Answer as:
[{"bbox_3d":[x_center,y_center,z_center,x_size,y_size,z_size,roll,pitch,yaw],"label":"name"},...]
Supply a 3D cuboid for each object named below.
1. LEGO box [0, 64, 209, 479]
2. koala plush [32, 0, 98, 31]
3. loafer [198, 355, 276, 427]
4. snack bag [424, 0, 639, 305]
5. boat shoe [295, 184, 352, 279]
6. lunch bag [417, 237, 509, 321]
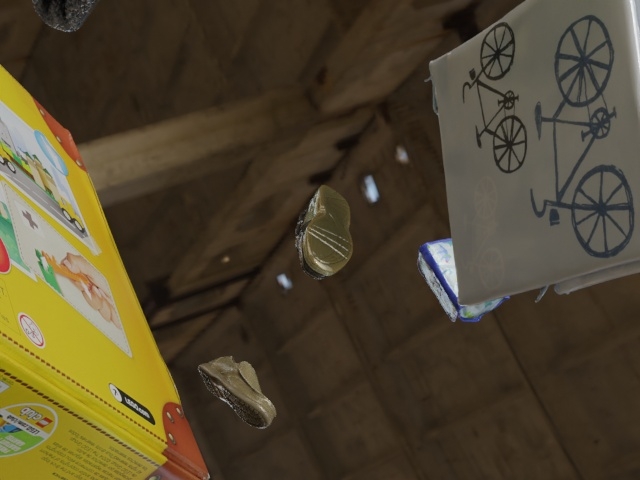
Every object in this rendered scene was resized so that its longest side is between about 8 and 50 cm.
[{"bbox_3d":[-0.309,-0.034,0.615,0.372,0.193,0.500,60,5,37],"label":"LEGO box"},{"bbox_3d":[-0.350,-0.385,1.320,0.221,0.196,0.203,33,-32,-15],"label":"koala plush"},{"bbox_3d":[-0.094,0.174,1.290,0.148,0.050,0.056,29,-31,48],"label":"loafer"},{"bbox_3d":[0.232,-0.097,1.140,0.342,0.037,0.323,-26,-114,58],"label":"snack bag"},{"bbox_3d":[-0.001,-0.001,1.628,0.073,0.080,0.223,-50,-163,29],"label":"boat shoe"},{"bbox_3d":[0.232,0.065,1.812,0.096,0.151,0.128,-39,-112,20],"label":"lunch bag"}]
